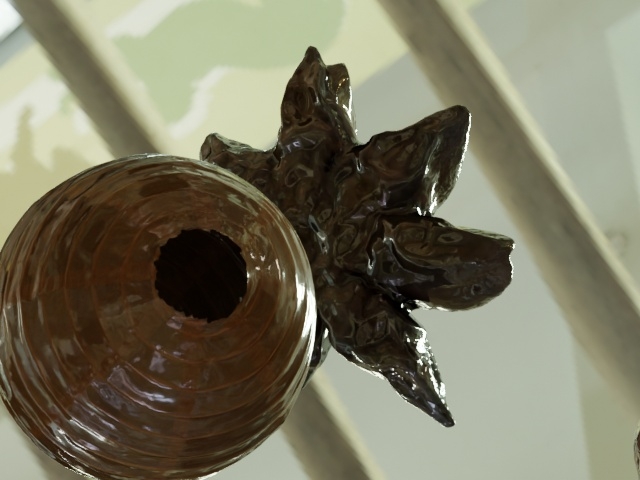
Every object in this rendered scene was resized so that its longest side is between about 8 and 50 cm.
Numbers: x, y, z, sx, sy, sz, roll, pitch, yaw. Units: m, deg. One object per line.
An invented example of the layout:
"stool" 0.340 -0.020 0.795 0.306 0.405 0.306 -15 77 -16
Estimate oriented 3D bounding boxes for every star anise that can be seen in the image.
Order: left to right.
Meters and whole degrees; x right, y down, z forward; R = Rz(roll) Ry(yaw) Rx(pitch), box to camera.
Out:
"star anise" -0.001 0.019 1.234 0.315 0.108 0.315 -6 -106 20

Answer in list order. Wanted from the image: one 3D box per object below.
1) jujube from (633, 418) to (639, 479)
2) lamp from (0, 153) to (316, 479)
"jujube" 0.246 0.088 0.799 0.174 0.174 0.250 -28 179 30
"lamp" -0.067 0.032 0.661 0.136 0.136 0.136 -34 -155 18
